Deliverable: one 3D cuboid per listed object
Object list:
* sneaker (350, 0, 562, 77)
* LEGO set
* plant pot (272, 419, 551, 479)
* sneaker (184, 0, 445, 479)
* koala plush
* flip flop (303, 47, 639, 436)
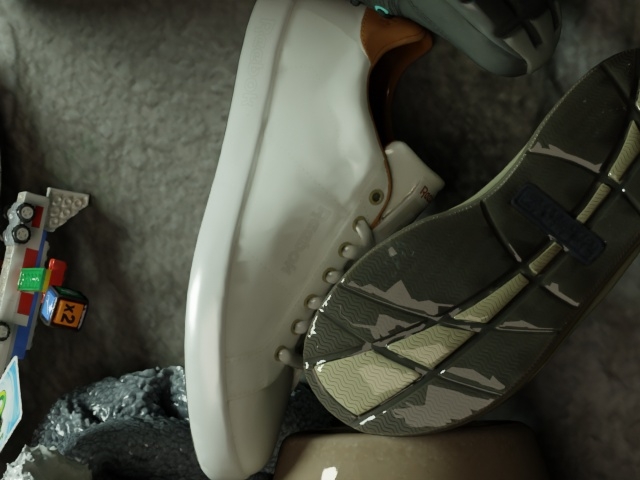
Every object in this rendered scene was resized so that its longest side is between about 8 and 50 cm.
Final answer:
[{"bbox_3d":[0.022,-0.181,1.097,0.267,0.101,0.106,45,132,6],"label":"sneaker"},{"bbox_3d":[-0.198,0.085,1.229,0.060,0.182,0.244,14,130,-26],"label":"LEGO set"},{"bbox_3d":[0.052,0.222,1.130,0.263,0.263,0.229,-5,87,24],"label":"plant pot"},{"bbox_3d":[0.000,0.000,1.107,0.123,0.106,0.290,10,86,13],"label":"sneaker"},{"bbox_3d":[-0.128,0.187,1.188,0.203,0.221,0.196,11,110,19],"label":"koala plush"},{"bbox_3d":[0.111,0.005,1.083,0.277,0.080,0.112,-45,77,-5],"label":"flip flop"}]
